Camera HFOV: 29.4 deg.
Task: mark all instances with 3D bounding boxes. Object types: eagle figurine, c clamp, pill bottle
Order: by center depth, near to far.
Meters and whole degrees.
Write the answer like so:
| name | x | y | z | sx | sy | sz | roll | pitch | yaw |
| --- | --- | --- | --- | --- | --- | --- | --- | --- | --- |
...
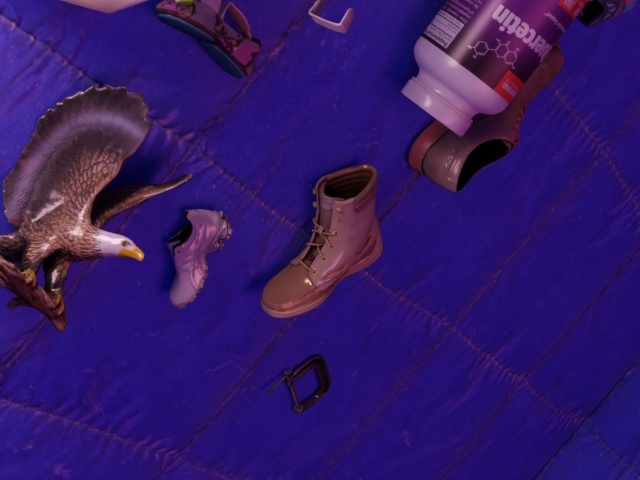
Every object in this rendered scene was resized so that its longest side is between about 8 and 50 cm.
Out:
| name | x | y | z | sx | sy | sz | roll | pitch | yaw |
| --- | --- | --- | --- | --- | --- | --- | --- | --- | --- |
| eagle figurine | -0.322 | -0.035 | 1.650 | 0.226 | 0.225 | 0.298 | -29 | -146 | 62 |
| pill bottle | 0.275 | -0.331 | 1.953 | 0.323 | 0.181 | 0.181 | -54 | 145 | 9 |
| c clamp | -0.039 | 0.286 | 2.378 | 0.137 | 0.022 | 0.160 | -43 | 144 | -15 |

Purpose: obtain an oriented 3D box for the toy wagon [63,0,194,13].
| name | x | y | z | sx | sy | sz | roll | pitch | yaw |
| --- | --- | --- | --- | --- | --- | --- | --- | --- | --- |
| toy wagon | -0.224 | -0.390 | 1.330 | 0.267 | 0.068 | 0.344 | 12 | 140 | -24 |

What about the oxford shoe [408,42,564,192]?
| name | x | y | z | sx | sy | sz | roll | pitch | yaw |
| --- | --- | --- | --- | --- | --- | --- | --- | --- | --- |
| oxford shoe | 0.322 | -0.213 | 2.165 | 0.348 | 0.130 | 0.123 | -44 | 145 | -5 |

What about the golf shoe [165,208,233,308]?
| name | x | y | z | sx | sy | sz | roll | pitch | yaw |
| --- | --- | --- | --- | --- | --- | --- | --- | --- | --- |
| golf shoe | -0.211 | 0.024 | 1.909 | 0.086 | 0.069 | 0.176 | 16 | 110 | -31 |

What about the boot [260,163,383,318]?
| name | x | y | z | sx | sy | sz | roll | pitch | yaw |
| --- | --- | --- | --- | --- | --- | --- | --- | --- | --- |
| boot | 0.000 | 0.000 | 2.064 | 0.262 | 0.095 | 0.203 | -32 | 143 | -24 |

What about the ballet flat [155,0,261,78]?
| name | x | y | z | sx | sy | sz | roll | pitch | yaw |
| --- | --- | --- | --- | --- | --- | --- | --- | --- | --- |
| ballet flat | -0.146 | -0.293 | 1.650 | 0.221 | 0.077 | 0.079 | 32 | 81 | -60 |

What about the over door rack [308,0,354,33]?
| name | x | y | z | sx | sy | sz | roll | pitch | yaw |
| --- | --- | --- | --- | --- | --- | --- | --- | --- | --- |
| over door rack | -0.012 | -0.459 | 1.513 | 0.239 | 0.108 | 0.324 | 45 | 56 | -56 |

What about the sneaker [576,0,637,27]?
| name | x | y | z | sx | sy | sz | roll | pitch | yaw |
| --- | --- | --- | --- | --- | --- | --- | --- | --- | --- |
| sneaker | 0.489 | -0.469 | 2.116 | 0.125 | 0.104 | 0.261 | -35 | 143 | -12 |
